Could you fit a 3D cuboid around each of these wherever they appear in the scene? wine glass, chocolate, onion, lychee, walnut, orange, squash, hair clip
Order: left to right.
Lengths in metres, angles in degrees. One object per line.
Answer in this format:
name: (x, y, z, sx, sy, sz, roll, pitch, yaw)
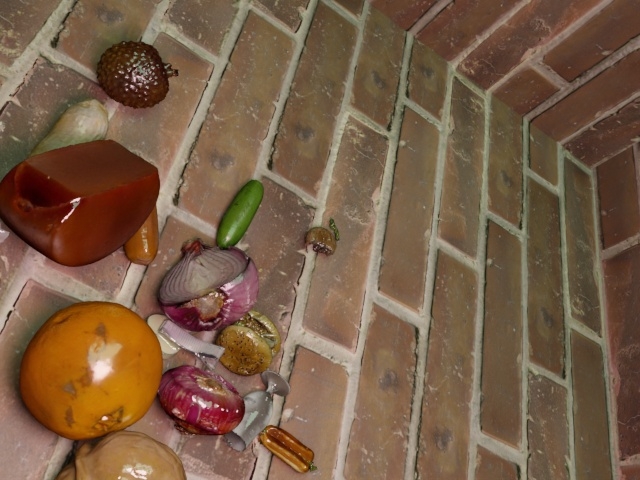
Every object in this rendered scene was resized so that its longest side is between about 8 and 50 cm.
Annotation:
chocolate: (-0.667, -0.259, 1.840, 0.134, 0.134, 0.309, 34, 53, -18)
orange: (-0.507, 0.284, 1.534, 0.312, 0.312, 0.312, 18, 56, -29)
walnut: (-0.433, 0.550, 1.466, 0.296, 0.285, 0.285, -35, 89, -6)
lychee: (-0.536, -0.487, 2.026, 0.238, 0.200, 0.200, -12, 73, -25)
hair clip: (-0.358, 0.258, 1.810, 0.218, 0.071, 0.159, 29, 32, -4)
onion: (-0.309, 0.414, 1.714, 0.230, 0.163, 0.230, 33, 9, -6)
onion: (-0.297, 0.124, 1.864, 0.267, 0.349, 0.159, -19, 117, -5)
squash: (-0.240, -0.088, 2.100, 0.082, 0.082, 0.292, 37, 48, -15)
wine glass: (-0.174, 0.449, 1.834, 0.103, 0.103, 0.222, 47, 45, -7)

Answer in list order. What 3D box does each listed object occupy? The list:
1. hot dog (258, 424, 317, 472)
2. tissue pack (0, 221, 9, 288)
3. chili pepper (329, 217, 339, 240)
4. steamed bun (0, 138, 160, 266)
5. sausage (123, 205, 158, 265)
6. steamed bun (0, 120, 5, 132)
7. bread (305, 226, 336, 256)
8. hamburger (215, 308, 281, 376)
hot dog: (-0.089, 0.566, 1.864, 0.188, 0.055, 0.072, 41, 51, -13)
tissue pack: (-0.841, 0.013, 1.465, 0.305, 0.238, 0.239, 11, 59, -33)
chili pepper: (0.048, -0.038, 2.336, 0.027, 0.022, 0.083, -11, 77, -42)
steamed bun: (-0.583, -0.081, 1.671, 0.235, 0.248, 0.379, 32, 29, 11)
sausage: (-0.493, -0.064, 1.874, 0.105, 0.105, 0.274, 5, 63, -36)
steamed bun: (-0.880, -0.257, 1.573, 0.272, 0.290, 0.274, 18, 74, -36)
bread: (0.000, 0.000, 2.250, 0.113, 0.060, 0.082, 32, 51, -22)
hamburger: (-0.194, 0.279, 1.856, 0.113, 0.185, 0.177, -41, 109, -50)
